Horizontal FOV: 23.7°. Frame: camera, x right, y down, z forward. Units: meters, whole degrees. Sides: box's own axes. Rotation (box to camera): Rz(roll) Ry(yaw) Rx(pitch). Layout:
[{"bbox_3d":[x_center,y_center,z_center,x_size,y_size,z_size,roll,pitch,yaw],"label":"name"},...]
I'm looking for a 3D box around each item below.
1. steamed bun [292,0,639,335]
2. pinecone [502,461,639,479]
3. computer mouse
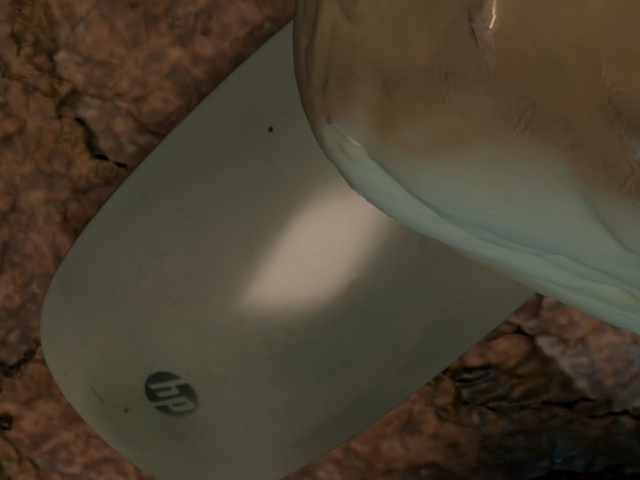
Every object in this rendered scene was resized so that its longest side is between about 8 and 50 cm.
[{"bbox_3d":[0.162,-0.074,0.461,0.312,0.334,0.233,21,85,28],"label":"steamed bun"},{"bbox_3d":[0.113,0.245,0.670,0.246,0.246,0.292,4,124,10],"label":"pinecone"},{"bbox_3d":[-0.002,0.003,0.657,0.288,0.097,0.159,-39,100,24],"label":"computer mouse"}]
